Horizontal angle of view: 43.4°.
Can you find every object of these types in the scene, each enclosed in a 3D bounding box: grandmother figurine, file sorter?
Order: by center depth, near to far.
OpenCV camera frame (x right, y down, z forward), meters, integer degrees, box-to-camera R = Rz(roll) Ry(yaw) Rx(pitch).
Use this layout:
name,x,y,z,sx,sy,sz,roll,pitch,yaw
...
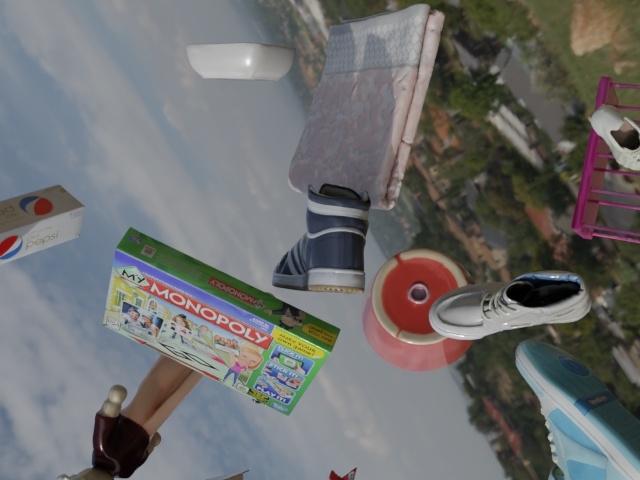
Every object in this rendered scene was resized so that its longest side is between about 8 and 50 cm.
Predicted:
name,x,y,z,sx,sy,sz,roll,pitch,yaw
grandmother figurine,-0.291,0.294,1.257,0.104,0.342,0.207,14,146,31
file sorter,0.612,-0.139,1.546,0.202,0.182,0.290,11,-90,-65

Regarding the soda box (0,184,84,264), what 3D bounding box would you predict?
name,x,y,z,sx,sy,sz,roll,pitch,yaw
soda box,-0.492,-0.021,1.295,0.074,0.069,0.216,38,-143,22

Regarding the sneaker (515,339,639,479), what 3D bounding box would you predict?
name,x,y,z,sx,sy,sz,roll,pitch,yaw
sneaker,0.385,0.322,1.268,0.127,0.208,0.319,1,-144,-36

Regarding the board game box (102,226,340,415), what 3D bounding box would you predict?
name,x,y,z,sx,sy,sz,roll,pitch,yaw
board game box,-0.151,0.124,1.152,0.317,0.046,0.213,26,141,-1

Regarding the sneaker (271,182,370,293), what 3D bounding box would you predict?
name,x,y,z,sx,sy,sz,roll,pitch,yaw
sneaker,0.000,0.000,1.194,0.282,0.099,0.153,173,101,-71

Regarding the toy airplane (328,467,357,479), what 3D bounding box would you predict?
name,x,y,z,sx,sy,sz,roll,pitch,yaw
toy airplane,0.019,0.397,1.156,0.151,0.028,0.151,-9,-79,-59

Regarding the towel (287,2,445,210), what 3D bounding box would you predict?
name,x,y,z,sx,sy,sz,roll,pitch,yaw
towel,0.061,-0.218,1.322,0.053,0.316,0.332,14,-178,-26

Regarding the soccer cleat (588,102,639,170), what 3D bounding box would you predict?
name,x,y,z,sx,sy,sz,roll,pitch,yaw
soccer cleat,0.527,-0.163,1.368,0.196,0.068,0.076,29,-162,-36

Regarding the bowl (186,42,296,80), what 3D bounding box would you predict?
name,x,y,z,sx,sy,sz,roll,pitch,yaw
bowl,-0.123,-0.276,1.247,0.142,0.142,0.053,-17,-69,-62

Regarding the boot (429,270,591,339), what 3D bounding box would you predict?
name,x,y,z,sx,sy,sz,roll,pitch,yaw
boot,0.289,0.092,1.263,0.123,0.258,0.095,45,-143,-63

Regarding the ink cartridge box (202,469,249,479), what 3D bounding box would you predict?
name,x,y,z,sx,sy,sz,roll,pitch,yaw
ink cartridge box,-0.246,0.473,1.448,0.371,0.176,0.069,50,-155,-78

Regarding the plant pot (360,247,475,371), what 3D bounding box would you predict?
name,x,y,z,sx,sy,sz,roll,pitch,yaw
plant pot,0.210,0.132,1.689,0.275,0.275,0.243,61,180,15

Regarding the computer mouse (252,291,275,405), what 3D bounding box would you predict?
name,x,y,z,sx,sy,sz,roll,pitch,yaw
computer mouse,-0.091,0.181,1.374,0.106,0.042,0.193,-18,-77,-49
